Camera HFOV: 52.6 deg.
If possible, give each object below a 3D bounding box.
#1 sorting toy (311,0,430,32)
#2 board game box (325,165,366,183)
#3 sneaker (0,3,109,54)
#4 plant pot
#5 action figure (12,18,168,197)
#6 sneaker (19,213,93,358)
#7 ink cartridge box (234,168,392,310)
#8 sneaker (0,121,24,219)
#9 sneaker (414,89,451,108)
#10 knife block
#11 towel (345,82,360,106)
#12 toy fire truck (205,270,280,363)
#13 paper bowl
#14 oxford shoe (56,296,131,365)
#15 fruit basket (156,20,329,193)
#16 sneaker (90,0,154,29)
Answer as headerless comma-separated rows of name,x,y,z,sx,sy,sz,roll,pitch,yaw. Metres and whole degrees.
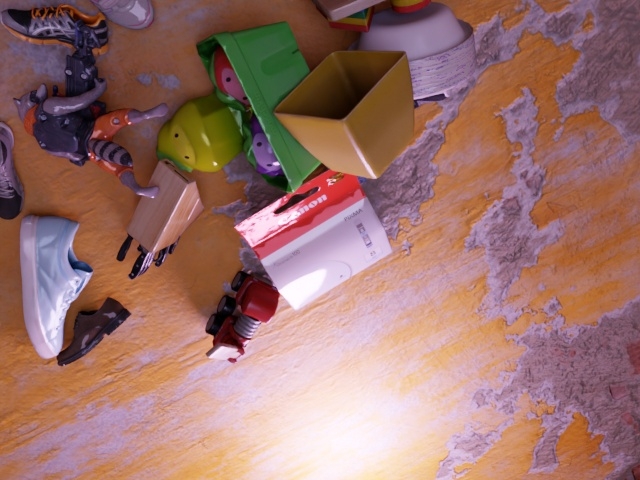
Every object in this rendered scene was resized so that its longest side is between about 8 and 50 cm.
sorting toy,0.107,-0.544,1.405,0.257,0.255,0.089,-24,131,-4
board game box,0.063,-0.179,1.664,0.090,0.020,0.090,-23,114,-5
sneaker,-0.549,-0.455,1.350,0.215,0.084,0.083,4,136,-26
plant pot,0.073,-0.250,1.332,0.212,0.212,0.187,-50,131,-21
action figure,-0.488,-0.262,1.343,0.330,0.178,0.341,17,125,12
sneaker,-0.621,0.117,1.546,0.150,0.135,0.366,-1,113,-11
ink cartridge box,0.000,0.000,1.577,0.308,0.091,0.385,-31,152,0
sneaker,-0.714,-0.138,1.417,0.086,0.132,0.229,-5,113,-12
sneaker,0.188,-0.323,1.600,0.268,0.101,0.153,-6,121,-15
knife block,-0.385,-0.034,1.487,0.088,0.276,0.242,38,74,8
towel,0.024,-0.295,1.520,0.029,0.197,0.144,-37,120,-33
toy fire truck,-0.203,0.212,1.629,0.158,0.246,0.217,28,103,-23
paper bowl,0.199,-0.432,1.441,0.284,0.284,0.148,-18,123,-7
oxford shoe,-0.591,0.227,1.639,0.227,0.083,0.096,-42,99,3
fruit basket,-0.193,-0.265,1.438,0.392,0.283,0.392,-4,102,-20
sneaker,-0.455,-0.530,1.335,0.252,0.111,0.103,36,99,-24
